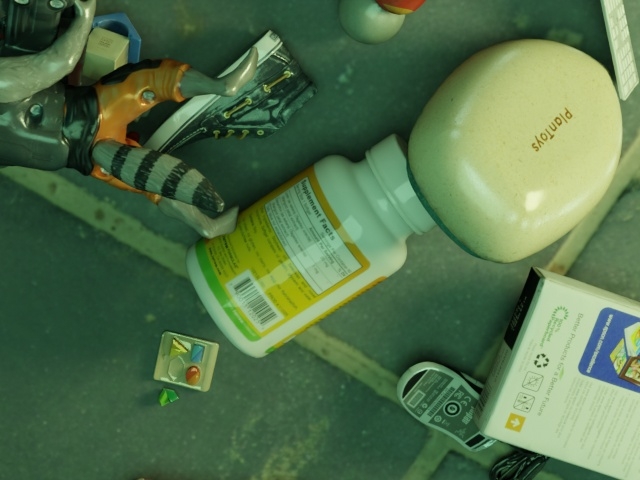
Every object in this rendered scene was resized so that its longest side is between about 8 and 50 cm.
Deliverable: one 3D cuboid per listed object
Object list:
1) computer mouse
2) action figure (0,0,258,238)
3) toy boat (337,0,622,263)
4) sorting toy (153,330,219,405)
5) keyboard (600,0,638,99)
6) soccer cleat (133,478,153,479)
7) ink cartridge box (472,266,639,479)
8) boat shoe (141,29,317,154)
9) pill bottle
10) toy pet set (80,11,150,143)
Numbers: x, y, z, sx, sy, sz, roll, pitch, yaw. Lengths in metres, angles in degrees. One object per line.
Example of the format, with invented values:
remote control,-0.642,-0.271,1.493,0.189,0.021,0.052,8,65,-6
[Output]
computer mouse,0.165,0.184,1.815,0.193,0.042,0.106,36,109,-14
action figure,-0.230,-0.143,1.580,0.330,0.179,0.341,11,140,2
toy boat,0.146,-0.139,1.651,0.318,0.267,0.148,54,144,-1
sorting toy,-0.146,0.142,1.826,0.062,0.012,0.083,13,106,-2
keyboard,0.275,-0.267,1.660,0.014,0.072,0.256,-10,106,19
soccer cleat,-0.103,0.305,1.830,0.248,0.095,0.083,7,107,0
ink cartridge box,0.359,0.168,1.772,0.370,0.069,0.176,19,101,-8
boat shoe,-0.092,-0.122,1.718,0.183,0.065,0.083,-39,100,11
pill bottle,0.000,0.000,1.714,0.245,0.136,0.136,-33,103,11
toy pet set,-0.223,-0.172,1.723,0.122,0.065,0.114,20,138,6
